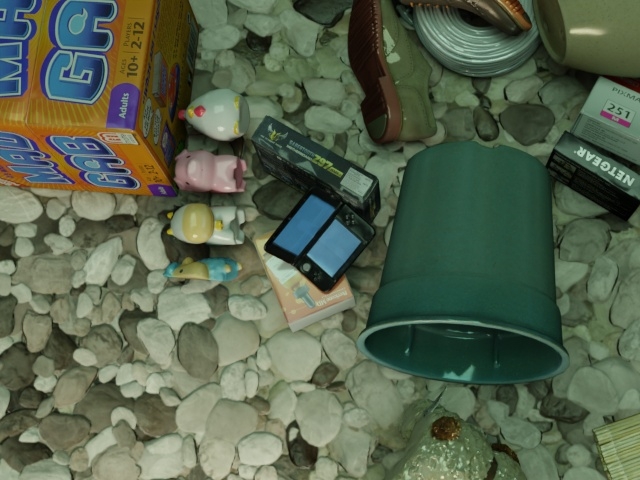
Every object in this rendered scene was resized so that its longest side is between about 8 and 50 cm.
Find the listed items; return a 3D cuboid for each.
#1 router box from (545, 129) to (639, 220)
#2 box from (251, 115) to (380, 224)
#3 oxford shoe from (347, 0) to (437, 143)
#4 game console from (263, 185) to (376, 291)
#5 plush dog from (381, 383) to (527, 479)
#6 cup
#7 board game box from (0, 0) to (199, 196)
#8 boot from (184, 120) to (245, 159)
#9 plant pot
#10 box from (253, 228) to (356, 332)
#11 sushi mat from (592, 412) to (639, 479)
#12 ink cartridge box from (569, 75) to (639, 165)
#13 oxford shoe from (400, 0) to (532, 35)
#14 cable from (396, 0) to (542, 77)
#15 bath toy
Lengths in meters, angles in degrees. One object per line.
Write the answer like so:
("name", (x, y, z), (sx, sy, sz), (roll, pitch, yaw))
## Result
("router box", (0.490, -0.113, 1.824), (0.179, 0.133, 0.046), (33, 81, 11))
("box", (-0.004, -0.118, 1.835), (0.233, 0.183, 0.059), (31, 79, 12))
("oxford shoe", (0.136, -0.339, 1.939), (0.130, 0.123, 0.348), (0, 72, -23))
("game console", (0.000, 0.000, 1.740), (0.124, 0.085, 0.144), (42, 101, 13))
("plush dog", (0.240, 0.378, 1.661), (0.225, 0.210, 0.262), (34, 47, -9))
("cup", (0.510, -0.422, 1.800), (0.237, 0.331, 0.331), (-16, 75, -1))
("board game box", (-0.438, -0.307, 1.827), (0.357, 0.356, 0.356), (4, 75, 4))
("boot", (-0.202, -0.196, 1.924), (0.114, 0.037, 0.106), (3, 60, -23))
("plant pot", (0.251, 0.035, 1.720), (0.341, 0.341, 0.334), (7, 68, 6))
("box", (-0.027, 0.058, 1.839), (0.130, 0.091, 0.170), (-23, 75, -2))
("sushi mat", (0.634, 0.343, 1.753), (0.317, 0.019, 0.151), (-19, 76, -1))
("ink cartridge box", (0.609, -0.213, 1.823), (0.275, 0.060, 0.239), (27, 49, 10))
("oxford shoe", (0.219, -0.469, 1.872), (0.364, 0.130, 0.132), (38, 113, 5))
("cable", (0.304, -0.438, 1.946), (0.257, 0.089, 0.257), (-32, 75, -4))
("bath toy", (-0.208, -0.103, 1.844), (0.129, 0.151, 0.348), (3, 85, 14))
